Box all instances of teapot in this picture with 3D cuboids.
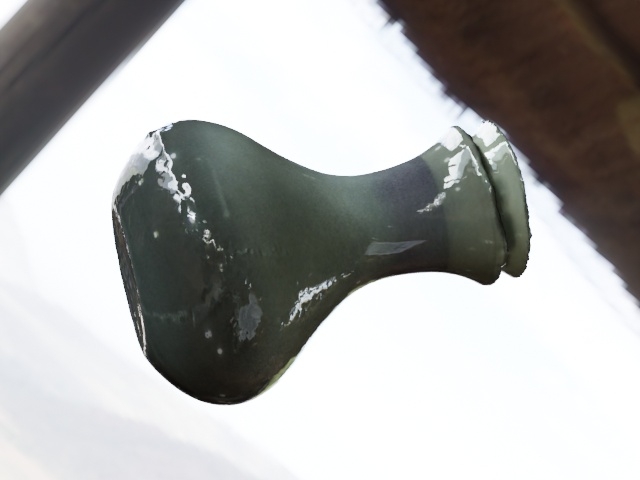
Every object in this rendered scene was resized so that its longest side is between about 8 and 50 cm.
[{"bbox_3d":[0.000,0.000,1.110,0.183,0.251,0.183,169,-90,-78],"label":"teapot"}]
